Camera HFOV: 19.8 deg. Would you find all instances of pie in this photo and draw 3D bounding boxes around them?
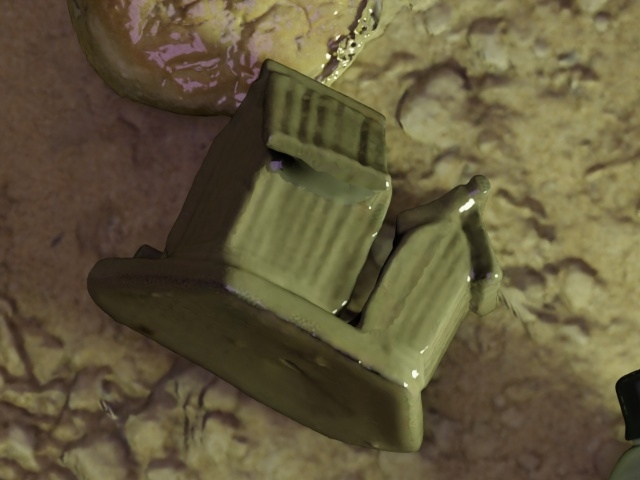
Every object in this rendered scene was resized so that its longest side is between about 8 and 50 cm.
[{"bbox_3d":[-0.053,-0.166,1.154,0.218,0.052,0.185,-28,81,2],"label":"pie"}]

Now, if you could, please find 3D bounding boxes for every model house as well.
[{"bbox_3d":[-0.001,0.003,1.104,0.229,0.122,0.188,28,76,-5],"label":"model house"}]

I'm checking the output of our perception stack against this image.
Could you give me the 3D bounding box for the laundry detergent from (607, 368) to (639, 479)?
[{"bbox_3d":[0.225,0.183,1.080,0.099,0.070,0.226,-20,84,18],"label":"laundry detergent"}]
